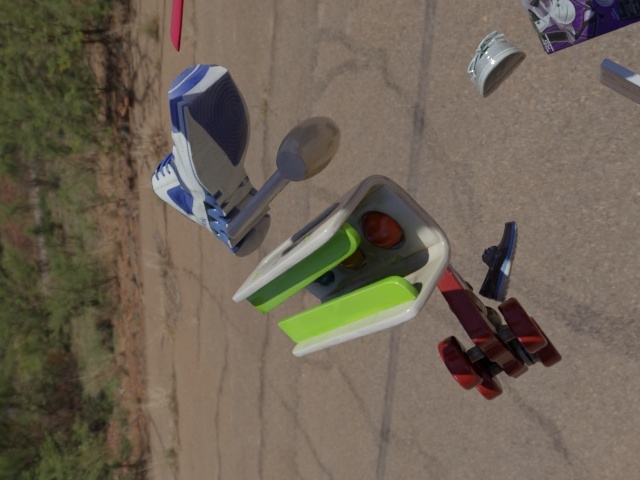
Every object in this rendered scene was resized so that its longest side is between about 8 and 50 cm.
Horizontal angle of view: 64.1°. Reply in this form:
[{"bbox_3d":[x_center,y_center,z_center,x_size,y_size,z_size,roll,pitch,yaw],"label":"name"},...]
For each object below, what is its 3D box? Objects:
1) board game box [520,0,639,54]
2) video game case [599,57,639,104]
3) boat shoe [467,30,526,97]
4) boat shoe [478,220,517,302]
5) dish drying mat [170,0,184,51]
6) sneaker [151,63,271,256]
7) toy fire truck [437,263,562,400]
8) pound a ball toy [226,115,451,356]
[{"bbox_3d":[0.396,-0.498,0.848,0.346,0.056,0.208,53,156,-17],"label":"board game box"},{"bbox_3d":[0.386,-0.187,0.628,0.087,0.122,0.011,40,113,18],"label":"video game case"},{"bbox_3d":[0.376,-0.395,1.128,0.103,0.320,0.118,44,119,4],"label":"boat shoe"},{"bbox_3d":[0.392,0.042,1.131,0.066,0.066,0.183,11,86,24],"label":"boat shoe"},{"bbox_3d":[-0.182,-0.284,0.647,0.032,0.008,0.083,64,149,25],"label":"dish drying mat"},{"bbox_3d":[-0.201,-0.117,0.807,0.182,0.127,0.315,22,143,26],"label":"sneaker"},{"bbox_3d":[0.318,0.156,1.015,0.169,0.302,0.253,-36,51,16],"label":"toy fire truck"},{"bbox_3d":[0.000,0.000,0.596,0.208,0.135,0.319,43,145,-7],"label":"pound a ball toy"}]
